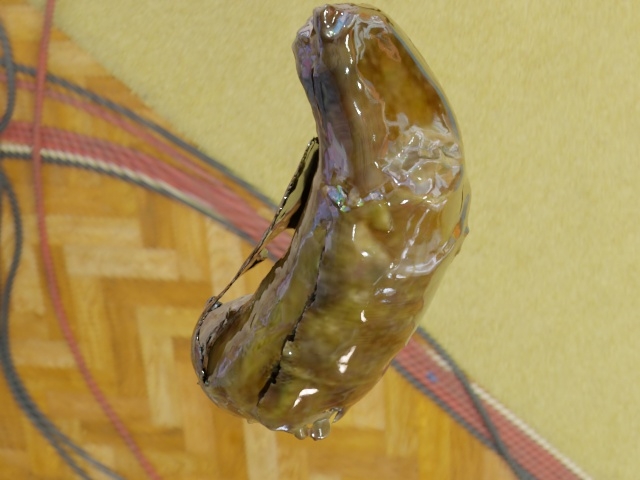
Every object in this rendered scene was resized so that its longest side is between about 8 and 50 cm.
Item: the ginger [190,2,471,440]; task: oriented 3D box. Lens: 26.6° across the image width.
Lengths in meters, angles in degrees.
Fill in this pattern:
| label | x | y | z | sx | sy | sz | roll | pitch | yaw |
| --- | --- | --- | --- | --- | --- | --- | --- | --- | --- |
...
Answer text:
| label | x | y | z | sx | sy | sz | roll | pitch | yaw |
| --- | --- | --- | --- | --- | --- | --- | --- | --- | --- |
| ginger | 0.004 | 0.013 | 0.763 | 0.107 | 0.133 | 0.309 | -6 | 145 | -33 |
